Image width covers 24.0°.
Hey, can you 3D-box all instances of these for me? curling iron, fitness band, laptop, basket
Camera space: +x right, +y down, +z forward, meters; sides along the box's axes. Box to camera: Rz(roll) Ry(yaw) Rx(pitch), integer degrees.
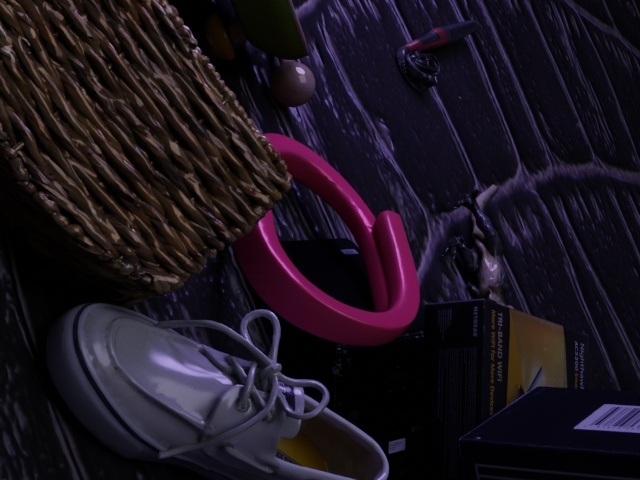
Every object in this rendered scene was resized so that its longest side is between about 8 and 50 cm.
[{"bbox_3d":[0.171,-0.273,2.140,0.068,0.035,0.274,63,30,-10],"label":"curling iron"},{"bbox_3d":[0.000,0.000,1.563,0.209,0.054,0.291,24,31,-26],"label":"fitness band"},{"bbox_3d":[0.023,0.135,1.607,0.234,0.136,0.264,-3,95,-58],"label":"laptop"},{"bbox_3d":[-0.215,-0.091,1.330,0.213,0.223,0.299,-43,107,-25],"label":"basket"}]

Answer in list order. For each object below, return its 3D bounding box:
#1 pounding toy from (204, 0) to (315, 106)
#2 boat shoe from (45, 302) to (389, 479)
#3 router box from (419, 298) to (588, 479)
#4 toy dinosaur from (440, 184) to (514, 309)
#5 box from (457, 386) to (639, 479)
[{"bbox_3d":[-0.093,-0.255,1.671,0.237,0.110,0.183,70,-3,-62],"label":"pounding toy"},{"bbox_3d":[-0.063,0.144,1.317,0.367,0.156,0.136,40,37,-36],"label":"boat shoe"},{"bbox_3d":[0.206,0.237,1.660,0.243,0.081,0.309,18,70,-51],"label":"router box"},{"bbox_3d":[0.208,0.005,1.959,0.118,0.064,0.268,44,32,-42],"label":"toy dinosaur"},{"bbox_3d":[0.319,0.312,1.481,0.182,0.296,0.294,-22,107,-51],"label":"box"}]
